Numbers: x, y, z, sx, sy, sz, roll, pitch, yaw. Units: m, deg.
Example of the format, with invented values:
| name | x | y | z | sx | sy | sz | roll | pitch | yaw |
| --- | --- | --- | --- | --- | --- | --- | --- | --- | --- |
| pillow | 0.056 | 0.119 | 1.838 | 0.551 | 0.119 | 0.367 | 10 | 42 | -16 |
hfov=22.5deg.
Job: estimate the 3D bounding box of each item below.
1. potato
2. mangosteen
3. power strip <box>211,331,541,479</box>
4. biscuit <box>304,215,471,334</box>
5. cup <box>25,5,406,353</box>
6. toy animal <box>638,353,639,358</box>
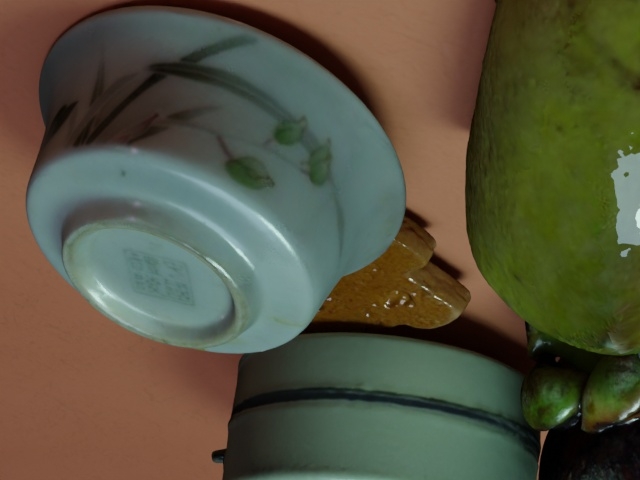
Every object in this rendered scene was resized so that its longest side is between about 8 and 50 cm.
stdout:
| name | x | y | z | sx | sy | sz | roll | pitch | yaw |
| --- | --- | --- | --- | --- | --- | --- | --- | --- | --- |
| potato | 0.238 | -0.076 | 1.175 | 0.330 | 0.213 | 0.280 | 1 | 144 | 18 |
| mangosteen | 0.340 | 0.211 | 1.556 | 0.311 | 0.311 | 0.311 | 9 | 149 | 5 |
| power strip | 0.056 | 0.220 | 1.723 | 0.357 | 0.161 | 0.357 | 7 | 159 | 2 |
| biscuit | 0.000 | 0.000 | 1.544 | 0.284 | 0.043 | 0.306 | 7 | 146 | 14 |
| cup | -0.113 | -0.021 | 1.383 | 0.347 | 0.163 | 0.347 | 15 | 143 | 11 |
| toy animal | 0.294 | 0.062 | 1.292 | 0.324 | 0.195 | 0.090 | 19 | 159 | 33 |
